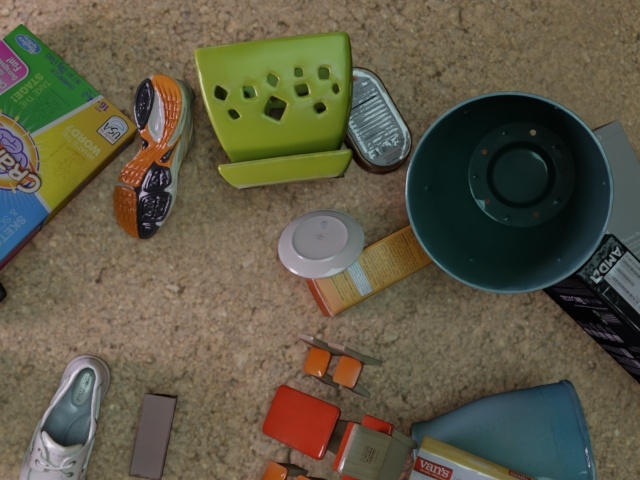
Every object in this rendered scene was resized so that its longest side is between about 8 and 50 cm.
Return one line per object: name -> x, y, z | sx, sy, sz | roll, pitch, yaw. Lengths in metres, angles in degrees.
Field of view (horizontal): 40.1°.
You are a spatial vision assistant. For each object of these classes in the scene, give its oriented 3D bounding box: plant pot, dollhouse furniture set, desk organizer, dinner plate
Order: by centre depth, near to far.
dollhouse furniture set -> 0.004, 0.282, 1.296 | 0.135, 0.259, 0.262 | 29, 78, -39
plant pot -> -0.056, -0.189, 1.338 | 0.228, 0.227, 0.207 | -7, 93, 2
plant pot -> 0.298, -0.088, 1.356 | 0.292, 0.235, 0.293 | 4, 103, 17
plant pot -> 0.272, 0.363, 1.356 | 0.255, 0.271, 0.272 | -6, 87, 5
desk organizer -> -0.259, 0.303, 1.363 | 0.050, 0.047, 0.130 | 11, 84, -6
dinner plate -> 0.000, 0.000, 1.404 | 0.141, 0.017, 0.141 | -5, 50, 6

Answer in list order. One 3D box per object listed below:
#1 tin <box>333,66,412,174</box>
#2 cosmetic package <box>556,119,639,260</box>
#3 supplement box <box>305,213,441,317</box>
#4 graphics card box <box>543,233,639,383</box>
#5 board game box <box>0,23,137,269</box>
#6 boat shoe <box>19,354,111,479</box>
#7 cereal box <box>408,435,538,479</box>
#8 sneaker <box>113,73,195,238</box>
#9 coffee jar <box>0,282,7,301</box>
tin -> 0.081, -0.201, 1.467 | 0.106, 0.040, 0.190 | -31, 91, -15
cosmetic package -> 0.487, -0.071, 1.494 | 0.127, 0.107, 0.238 | -28, 93, -7
supplement box -> 0.097, 0.040, 1.429 | 0.233, 0.078, 0.080 | -29, 91, -10
graphics card box -> 0.520, 0.145, 1.416 | 0.371, 0.233, 0.094 | 42, 85, -4
board game box -> -0.470, -0.136, 1.312 | 0.242, 0.064, 0.316 | 41, 65, -5
boat shoe -> -0.391, 0.307, 1.313 | 0.098, 0.096, 0.277 | 15, 83, -9
cereal box -> 0.189, 0.414, 1.240 | 0.173, 0.047, 0.240 | 20, 108, 11
sneaker -> -0.243, -0.129, 1.377 | 0.099, 0.121, 0.263 | 20, 106, 12
coffee jar -> -0.561, 0.041, 1.313 | 0.096, 0.079, 0.184 | -42, 94, -11
